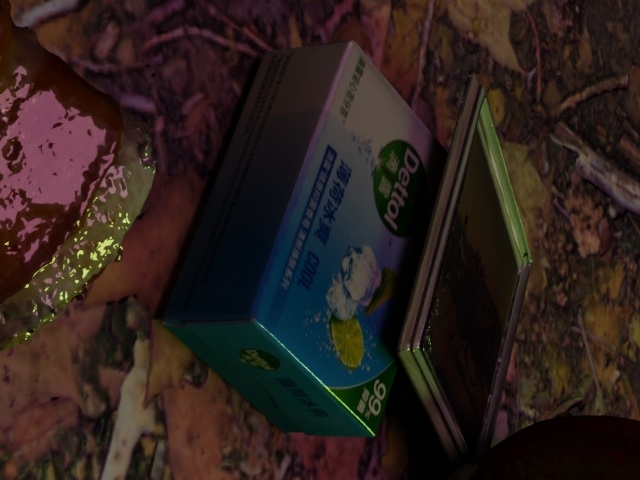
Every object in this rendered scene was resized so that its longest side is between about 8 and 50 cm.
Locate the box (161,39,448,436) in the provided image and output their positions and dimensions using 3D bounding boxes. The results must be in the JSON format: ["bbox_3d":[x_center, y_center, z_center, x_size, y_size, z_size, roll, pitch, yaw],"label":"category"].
[{"bbox_3d":[-0.001,0.000,1.003,0.139,0.073,0.194,46,53,-41],"label":"box"}]

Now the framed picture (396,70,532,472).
[{"bbox_3d":[0.102,0.037,1.114,0.252,0.014,0.197,63,38,-59],"label":"framed picture"}]

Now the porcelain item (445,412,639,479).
[{"bbox_3d":[0.170,0.240,1.131,0.253,0.253,0.253,6,83,-53],"label":"porcelain item"}]

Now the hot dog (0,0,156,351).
[{"bbox_3d":[-0.171,-0.049,0.768,0.146,0.103,0.213,-48,117,-17],"label":"hot dog"}]
